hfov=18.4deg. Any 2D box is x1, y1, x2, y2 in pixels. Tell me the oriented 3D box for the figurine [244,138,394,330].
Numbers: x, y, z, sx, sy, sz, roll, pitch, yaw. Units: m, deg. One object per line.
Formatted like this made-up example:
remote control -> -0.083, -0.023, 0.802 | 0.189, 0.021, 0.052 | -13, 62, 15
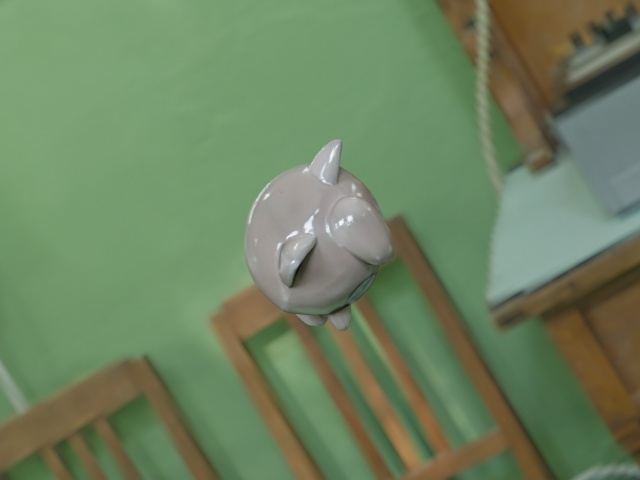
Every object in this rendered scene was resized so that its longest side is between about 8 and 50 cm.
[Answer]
figurine -> 0.000, 0.000, 1.559 | 0.125, 0.125, 0.138 | -36, -20, -18
